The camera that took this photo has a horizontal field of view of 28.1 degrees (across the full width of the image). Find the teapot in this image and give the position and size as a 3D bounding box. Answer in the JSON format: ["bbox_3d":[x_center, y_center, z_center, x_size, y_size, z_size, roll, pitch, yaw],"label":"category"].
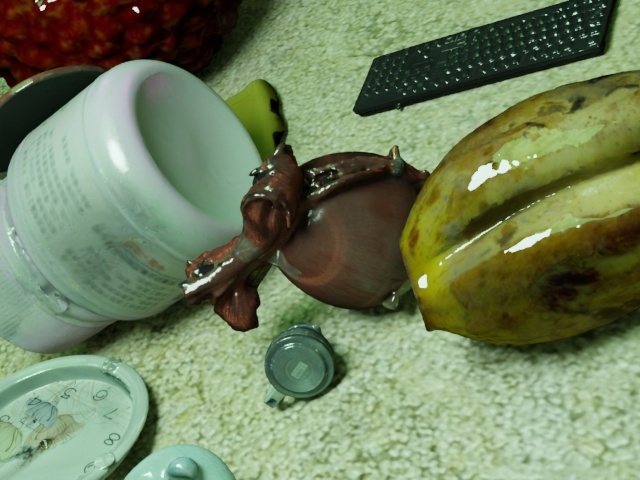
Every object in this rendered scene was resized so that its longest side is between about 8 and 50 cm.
[{"bbox_3d":[-0.023,0.116,1.200,0.088,0.066,0.057,-54,9,23],"label":"teapot"}]

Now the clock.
[{"bbox_3d":[-0.282,0.210,1.318,0.236,0.053,0.236,-13,35,9],"label":"clock"}]

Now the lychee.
[{"bbox_3d":[-0.272,-0.386,1.683,0.499,0.425,0.425,-15,38,0],"label":"lychee"}]

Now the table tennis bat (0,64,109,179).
[{"bbox_3d":[-0.325,-0.101,1.466,0.022,0.173,0.301,60,141,20],"label":"table tennis bat"}]

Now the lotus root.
[{"bbox_3d":[0.192,-0.025,1.030,0.291,0.193,0.193,-28,37,20],"label":"lotus root"}]

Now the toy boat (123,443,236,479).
[{"bbox_3d":[-0.130,0.265,1.072,0.134,0.079,0.208,12,56,8],"label":"toy boat"}]

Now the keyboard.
[{"bbox_3d":[0.170,-0.198,1.377,0.309,0.018,0.101,-10,45,38],"label":"keyboard"}]

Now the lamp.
[{"bbox_3d":[0.002,-0.006,1.204,0.151,0.223,0.215,-89,23,-54],"label":"lamp"}]

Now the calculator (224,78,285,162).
[{"bbox_3d":[-0.111,-0.102,1.539,0.157,0.033,0.236,-28,40,18],"label":"calculator"}]

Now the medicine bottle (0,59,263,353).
[{"bbox_3d":[-0.233,-0.027,1.392,0.302,0.241,0.241,-32,34,30],"label":"medicine bottle"}]
